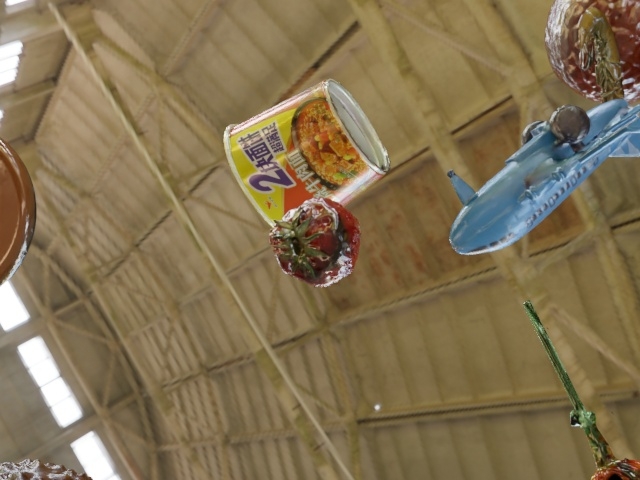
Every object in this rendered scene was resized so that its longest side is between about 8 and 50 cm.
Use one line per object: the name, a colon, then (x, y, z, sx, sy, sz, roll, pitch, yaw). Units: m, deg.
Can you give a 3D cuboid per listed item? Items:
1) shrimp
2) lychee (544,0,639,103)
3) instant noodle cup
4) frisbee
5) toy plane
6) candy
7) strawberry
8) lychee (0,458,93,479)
shrimp: (0.402, -0.243, 1.225, 0.034, 0.124, 0.178, -4, -75, 37)
lychee: (0.489, -0.344, 1.391, 0.255, 0.300, 0.255, 33, -26, 19)
instant noodle cup: (-0.011, -0.126, 1.263, 0.174, 0.213, 0.213, -31, -91, 18)
frisbee: (-0.501, -0.036, 1.149, 0.250, 0.251, 0.021, 56, 5, 8)
toy plane: (0.247, -0.079, 0.939, 0.105, 0.271, 0.254, 61, -9, 1)
candy: (0.190, 0.126, 0.621, 0.049, 0.056, 0.184, 83, -16, -69)
strawberry: (0.001, 0.001, 0.935, 0.106, 0.106, 0.106, 37, -37, 35)
lychee: (-0.309, 0.367, 0.887, 0.276, 0.304, 0.275, -23, -118, 52)
